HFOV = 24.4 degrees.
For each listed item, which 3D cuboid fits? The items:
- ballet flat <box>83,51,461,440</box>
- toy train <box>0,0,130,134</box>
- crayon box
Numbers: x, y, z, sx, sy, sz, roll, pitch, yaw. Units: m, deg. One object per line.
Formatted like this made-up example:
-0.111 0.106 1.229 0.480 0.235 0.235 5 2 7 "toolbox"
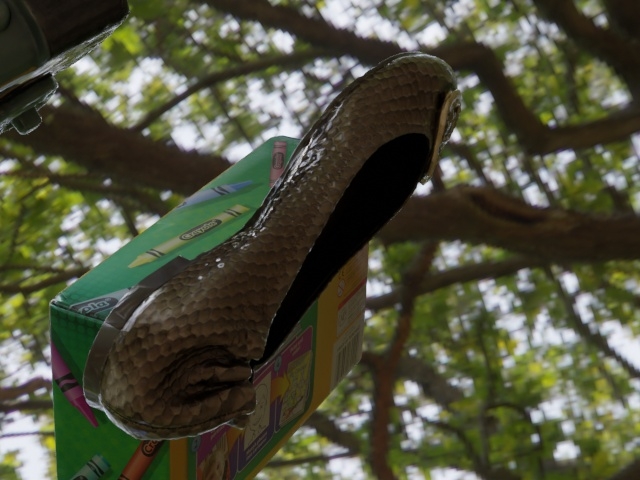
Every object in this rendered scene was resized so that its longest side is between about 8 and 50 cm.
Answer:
0.000 0.000 0.607 0.058 0.084 0.250 25 -137 21 "ballet flat"
-0.296 -0.126 1.093 0.334 0.190 0.142 -36 -86 -38 "toy train"
-0.060 0.060 0.947 0.278 0.081 0.165 -42 -39 -54 "crayon box"
